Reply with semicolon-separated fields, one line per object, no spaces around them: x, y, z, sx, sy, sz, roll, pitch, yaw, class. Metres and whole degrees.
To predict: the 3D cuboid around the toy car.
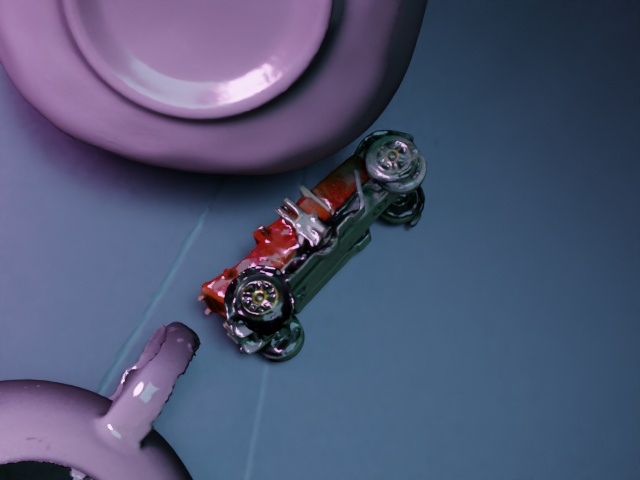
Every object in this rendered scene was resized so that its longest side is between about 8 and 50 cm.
0.000;0.000;0.861;0.054;0.073;0.143;40;80;16;toy car

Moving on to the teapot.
-0.145;0.162;0.783;0.193;0.129;0.294;34;73;-5;teapot

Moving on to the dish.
-0.057;-0.139;0.795;0.256;0.117;0.256;0;113;0;dish
